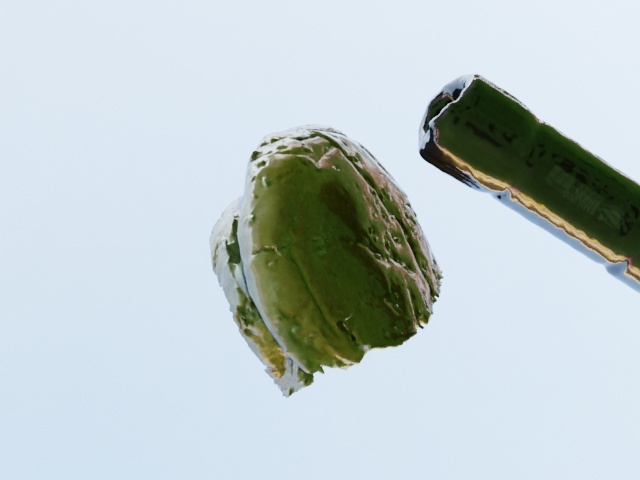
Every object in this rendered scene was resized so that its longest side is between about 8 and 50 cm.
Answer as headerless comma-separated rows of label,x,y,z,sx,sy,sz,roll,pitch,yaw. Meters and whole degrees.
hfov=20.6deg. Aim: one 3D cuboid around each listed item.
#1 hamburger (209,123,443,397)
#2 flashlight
hamburger,0.000,0.000,1.566,0.211,0.132,0.309,61,-158,-4
flashlight,0.268,-0.016,1.566,0.424,0.103,0.103,31,-122,-19
